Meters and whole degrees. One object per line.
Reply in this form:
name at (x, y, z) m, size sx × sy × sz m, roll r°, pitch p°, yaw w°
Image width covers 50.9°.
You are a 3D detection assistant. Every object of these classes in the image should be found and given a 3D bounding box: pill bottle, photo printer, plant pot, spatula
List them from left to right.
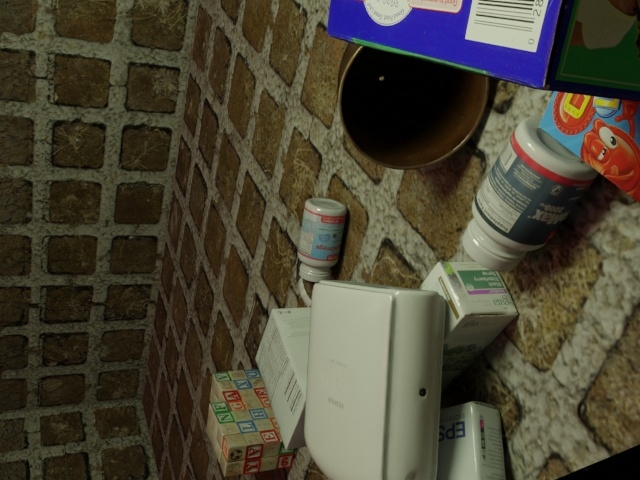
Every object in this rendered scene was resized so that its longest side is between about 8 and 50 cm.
spatula at (-0.035, 0.099, 1.415) m, size 0.084 × 0.030 × 0.297 m, roll -54°, pitch 22°, yaw 27°
pill bottle at (0.000, 0.000, 1.371) m, size 0.087 × 0.087 × 0.160 m, roll -138°, pitch 53°, yaw -57°
photo printer at (0.068, 0.217, 0.969) m, size 0.256 × 0.107 × 0.308 m, roll 2°, pitch 89°, yaw 63°
plant pot at (0.114, -0.252, 1.030) m, size 0.230 × 0.215 × 0.216 m, roll -107°, pitch 27°, yaw -60°
pill bottle at (0.250, -0.050, 0.823) m, size 0.180 × 0.107 × 0.108 m, roll 113°, pitch 146°, yaw -41°

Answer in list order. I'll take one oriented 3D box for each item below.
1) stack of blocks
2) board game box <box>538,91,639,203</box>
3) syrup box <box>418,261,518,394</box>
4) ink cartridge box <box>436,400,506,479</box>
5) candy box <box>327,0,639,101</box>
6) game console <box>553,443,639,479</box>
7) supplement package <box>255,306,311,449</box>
stack of blocks at (-0.196, 0.447, 1.688) m, size 0.297 × 0.171 × 0.087 m, roll -134°, pitch 49°, yaw -56°
board game box at (0.372, -0.166, 0.590) m, size 0.302 × 0.086 × 0.308 m, roll -123°, pitch 40°, yaw -48°
syrup box at (0.177, 0.136, 0.992) m, size 0.237 × 0.093 × 0.096 m, roll 116°, pitch 144°, yaw -43°
ink cartridge box at (0.129, 0.426, 0.968) m, size 0.324 × 0.071 × 0.330 m, roll -32°, pitch 45°, yaw 46°
candy box at (0.203, -0.170, 0.477) m, size 0.268 × 0.316 × 0.122 m, roll -137°, pitch 50°, yaw -58°
game console at (0.359, 0.174, 0.498) m, size 0.361 × 0.213 × 0.044 m, roll -27°, pitch 71°, yaw 50°
supplement package at (0.010, 0.242, 1.225) m, size 0.203 × 0.194 × 0.149 m, roll -116°, pitch 35°, yaw -43°
